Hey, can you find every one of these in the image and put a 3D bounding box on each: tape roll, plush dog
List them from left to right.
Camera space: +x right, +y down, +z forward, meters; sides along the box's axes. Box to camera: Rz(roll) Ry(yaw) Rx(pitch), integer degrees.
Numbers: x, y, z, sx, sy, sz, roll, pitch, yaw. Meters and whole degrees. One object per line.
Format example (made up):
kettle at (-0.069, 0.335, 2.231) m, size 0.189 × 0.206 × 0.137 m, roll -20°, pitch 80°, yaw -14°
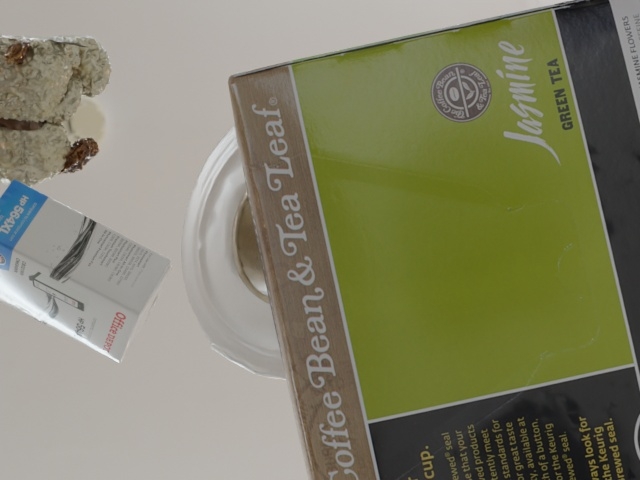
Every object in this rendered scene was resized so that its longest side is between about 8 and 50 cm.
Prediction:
plush dog at (-0.444, -0.191, 1.440) m, size 0.262 × 0.210 × 0.226 m, roll -1°, pitch -74°, yaw -15°
tape roll at (0.000, 0.000, 0.943) m, size 0.100 × 0.286 × 0.286 m, roll 19°, pitch -103°, yaw -57°

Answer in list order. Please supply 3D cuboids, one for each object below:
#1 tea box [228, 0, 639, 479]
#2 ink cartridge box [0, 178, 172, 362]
tea box at (0.127, 0.029, 0.679) m, size 0.323 × 0.220 × 0.329 m, roll -11°, pitch -93°, yaw -2°
ink cartridge box at (-0.292, 0.040, 1.116) m, size 0.203 × 0.148 × 0.086 m, roll 28°, pitch -125°, yaw -4°
